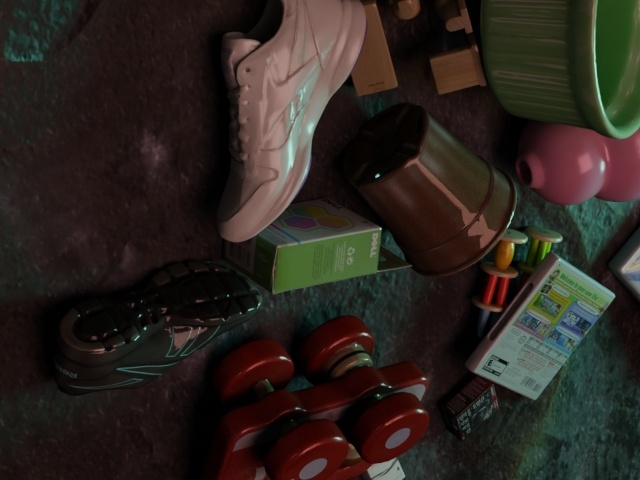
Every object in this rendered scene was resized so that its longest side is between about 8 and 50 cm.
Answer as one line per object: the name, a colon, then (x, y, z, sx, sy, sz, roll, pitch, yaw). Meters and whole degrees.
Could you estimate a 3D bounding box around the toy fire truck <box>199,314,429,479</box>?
toy fire truck: (-0.017, 0.248, 1.904, 0.302, 0.169, 0.254, -13, 141, -34)

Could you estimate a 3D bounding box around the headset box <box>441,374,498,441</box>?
headset box: (0.211, 0.229, 2.136, 0.083, 0.032, 0.062, -41, 142, -18)

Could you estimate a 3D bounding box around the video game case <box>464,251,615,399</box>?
video game case: (0.307, 0.122, 2.132, 0.193, 0.023, 0.212, -54, 145, 6)

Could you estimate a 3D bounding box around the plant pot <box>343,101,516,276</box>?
plant pot: (0.123, -0.069, 1.860, 0.165, 0.167, 0.167, 43, 81, -34)

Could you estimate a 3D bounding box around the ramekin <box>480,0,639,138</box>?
ramekin: (0.307, -0.278, 1.845, 0.303, 0.148, 0.303, -24, 118, -59)

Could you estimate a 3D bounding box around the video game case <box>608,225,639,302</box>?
video game case: (0.621, 0.008, 2.317, 0.329, 0.036, 0.300, -49, 120, -6)

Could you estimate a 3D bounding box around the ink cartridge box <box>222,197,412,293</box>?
ink cartridge box: (0.000, 0.000, 1.816, 0.209, 0.109, 0.062, -10, 117, -35)

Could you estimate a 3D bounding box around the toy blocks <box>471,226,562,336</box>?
toy blocks: (0.263, 0.058, 2.091, 0.123, 0.054, 0.148, -1, 111, -39)

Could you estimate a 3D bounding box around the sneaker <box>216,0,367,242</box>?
sneaker: (-0.068, -0.150, 1.714, 0.152, 0.114, 0.305, 21, 93, -27)

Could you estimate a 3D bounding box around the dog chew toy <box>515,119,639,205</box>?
dog chew toy: (0.404, -0.144, 2.022, 0.332, 0.206, 0.206, -21, 122, -21)

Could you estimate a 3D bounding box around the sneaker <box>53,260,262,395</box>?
sneaker: (-0.188, 0.100, 1.740, 0.267, 0.101, 0.106, -15, 141, -34)

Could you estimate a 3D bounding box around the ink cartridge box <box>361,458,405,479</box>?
ink cartridge box: (0.077, 0.300, 2.070, 0.048, 0.028, 0.083, -39, 129, -19)

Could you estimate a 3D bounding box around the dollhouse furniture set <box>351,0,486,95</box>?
dollhouse furniture set: (0.103, -0.257, 1.836, 0.151, 0.123, 0.144, -14, 125, 6)
